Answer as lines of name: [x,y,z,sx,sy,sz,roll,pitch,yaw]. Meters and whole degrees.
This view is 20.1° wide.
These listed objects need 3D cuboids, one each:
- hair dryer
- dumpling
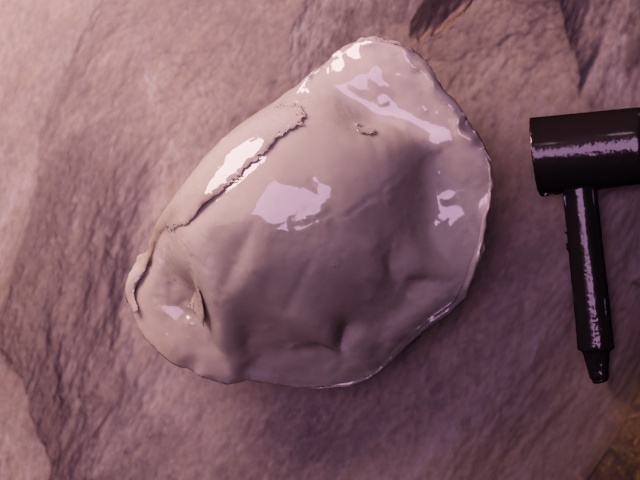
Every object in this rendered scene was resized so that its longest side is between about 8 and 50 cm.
hair dryer: [0.254,0.007,1.625,0.114,0.070,0.248,-6,92,18]
dumpling: [-0.003,0.003,1.652,0.341,0.181,0.260,-43,87,-9]
